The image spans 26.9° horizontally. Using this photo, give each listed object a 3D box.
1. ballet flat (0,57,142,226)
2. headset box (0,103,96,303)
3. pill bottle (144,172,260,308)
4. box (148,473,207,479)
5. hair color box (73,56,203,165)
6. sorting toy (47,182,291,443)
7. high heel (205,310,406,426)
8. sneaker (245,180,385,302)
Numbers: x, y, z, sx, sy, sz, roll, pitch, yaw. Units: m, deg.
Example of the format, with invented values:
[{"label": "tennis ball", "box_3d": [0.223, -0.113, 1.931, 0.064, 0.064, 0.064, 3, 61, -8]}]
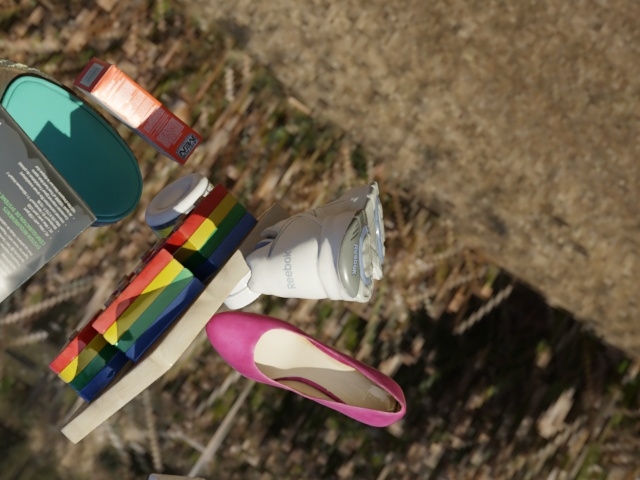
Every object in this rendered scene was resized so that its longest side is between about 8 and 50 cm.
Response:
[{"label": "ballet flat", "box_3d": [-0.426, -0.151, 1.592, 0.182, 0.164, 0.483, 11, 169, 42]}, {"label": "headset box", "box_3d": [-0.315, -0.089, 0.959, 0.246, 0.131, 0.283, 53, 169, -25]}, {"label": "pill bottle", "box_3d": [-0.152, 0.004, 1.852, 0.184, 0.103, 0.103, 53, 157, -25]}, {"label": "box", "box_3d": [-0.177, 0.410, 1.762, 0.091, 0.170, 0.130, 14, -177, -39]}, {"label": "hair color box", "box_3d": [-0.208, -0.148, 1.534, 0.141, 0.043, 0.072, 40, 175, -31]}, {"label": "sorting toy", "box_3d": [-0.185, 0.071, 1.481, 0.089, 0.255, 0.257, 43, 139, -7]}, {"label": "high heel", "box_3d": [-0.016, 0.146, 1.542, 0.244, 0.082, 0.117, 32, 168, -8]}, {"label": "sneaker", "box_3d": [0.000, 0.000, 1.412, 0.129, 0.111, 0.297, -5, -176, 10]}]
